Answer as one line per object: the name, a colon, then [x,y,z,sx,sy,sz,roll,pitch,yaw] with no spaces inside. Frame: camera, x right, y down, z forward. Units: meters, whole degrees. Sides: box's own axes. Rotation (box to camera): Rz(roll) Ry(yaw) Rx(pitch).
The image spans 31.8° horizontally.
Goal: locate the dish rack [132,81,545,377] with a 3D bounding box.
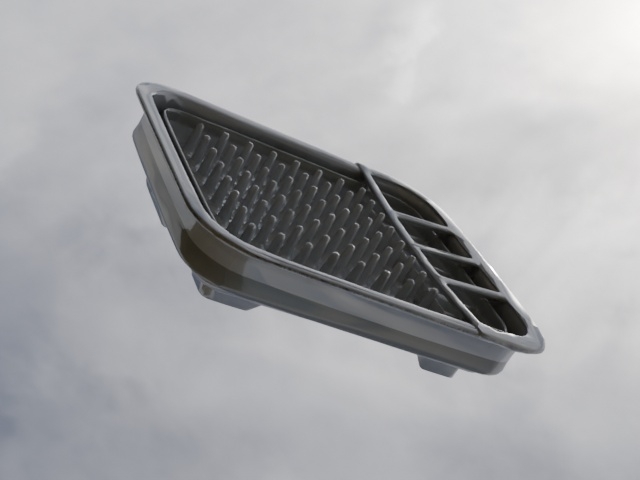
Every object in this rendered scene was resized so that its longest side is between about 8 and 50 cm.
dish rack: [0.000,0.000,0.923,0.072,0.333,0.285,-57,-148,19]
